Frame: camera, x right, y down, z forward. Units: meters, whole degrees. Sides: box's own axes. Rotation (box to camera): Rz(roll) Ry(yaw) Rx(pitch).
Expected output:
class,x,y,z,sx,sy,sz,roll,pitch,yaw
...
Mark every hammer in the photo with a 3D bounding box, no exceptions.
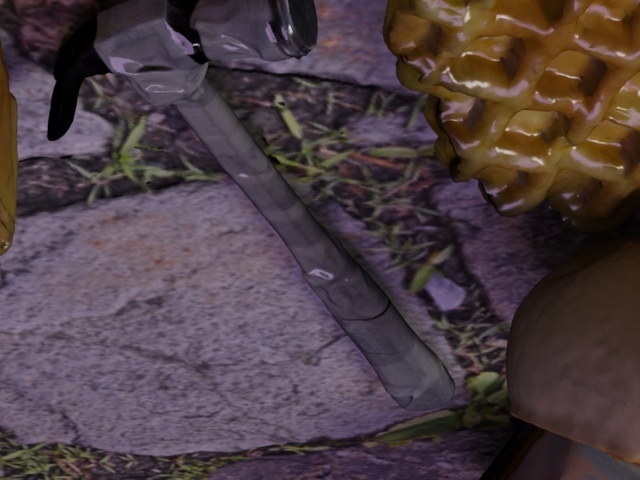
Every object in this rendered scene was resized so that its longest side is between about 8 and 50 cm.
class,x,y,z,sx,sy,sz,roll,pitch,yaw
hammer,0.000,-0.001,0.907,0.152,0.044,0.427,-12,145,22

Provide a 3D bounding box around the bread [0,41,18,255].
class,x,y,z,sx,sy,sz,roll,pitch,yaw
bread,-0.232,-0.069,0.726,0.178,0.133,0.250,-4,147,7

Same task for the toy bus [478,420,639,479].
class,x,y,z,sx,sy,sz,roll,pitch,yaw
toy bus,0.275,0.277,1.080,0.386,0.162,0.171,29,133,0

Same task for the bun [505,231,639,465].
class,x,y,z,sx,sy,sz,roll,pitch,yaw
bun,0.251,0.067,0.870,0.298,0.165,0.299,21,176,2

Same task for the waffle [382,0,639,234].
class,x,y,z,sx,sy,sz,roll,pitch,yaw
waffle,0.176,-0.097,0.740,0.300,0.058,0.282,-3,148,4
